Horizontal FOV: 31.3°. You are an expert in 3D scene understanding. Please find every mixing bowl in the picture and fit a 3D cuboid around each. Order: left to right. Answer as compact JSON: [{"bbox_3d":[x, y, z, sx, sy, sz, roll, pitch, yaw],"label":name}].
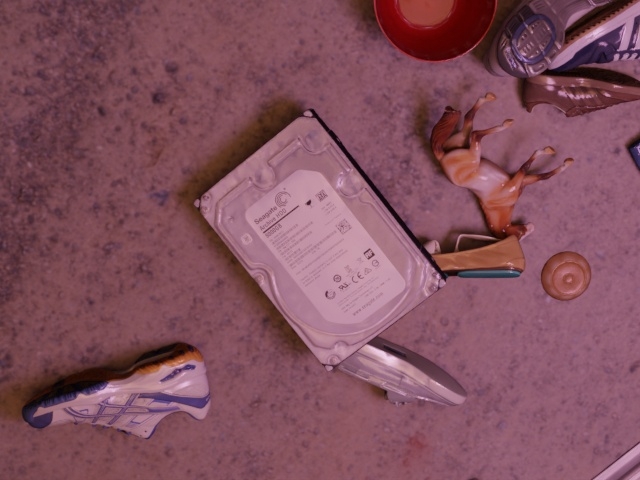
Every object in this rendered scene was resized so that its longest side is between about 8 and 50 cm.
[{"bbox_3d":[0.164,-0.359,1.694,0.181,0.098,0.181,-1,104,-3],"label":"mixing bowl"}]

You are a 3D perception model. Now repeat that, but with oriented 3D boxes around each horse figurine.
[{"bbox_3d":[0.262,-0.116,1.766,0.263,0.066,0.174,35,121,-20],"label":"horse figurine"}]

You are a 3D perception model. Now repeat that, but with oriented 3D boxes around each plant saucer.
[{"bbox_3d":[0.401,0.060,1.854,0.083,0.015,0.083,-1,104,-4],"label":"plant saucer"}]

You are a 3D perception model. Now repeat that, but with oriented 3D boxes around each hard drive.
[{"bbox_3d":[0.000,0.000,1.747,0.237,0.064,0.339,-37,93,11],"label":"hard drive"}]

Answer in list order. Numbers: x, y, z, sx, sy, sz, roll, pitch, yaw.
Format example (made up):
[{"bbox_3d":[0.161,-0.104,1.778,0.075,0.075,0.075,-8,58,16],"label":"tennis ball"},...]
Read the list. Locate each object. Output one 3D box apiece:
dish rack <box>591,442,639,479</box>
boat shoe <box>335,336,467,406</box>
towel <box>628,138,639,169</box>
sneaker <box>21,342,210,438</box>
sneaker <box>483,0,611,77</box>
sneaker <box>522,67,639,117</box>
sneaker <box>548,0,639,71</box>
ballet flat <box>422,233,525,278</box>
[{"bbox_3d":[0.635,0.453,1.938,0.333,0.072,0.285,-40,104,6],"label":"dish rack"},{"bbox_3d":[0.124,0.221,1.846,0.227,0.079,0.081,27,107,-4],"label":"boat shoe"},{"bbox_3d":[0.544,-0.118,1.816,0.067,0.029,0.119,-34,104,4],"label":"towel"},{"bbox_3d":[-0.318,0.266,1.801,0.296,0.112,0.131,-15,104,0],"label":"sneaker"},{"bbox_3d":[0.346,-0.356,1.708,0.297,0.129,0.111,-43,101,-13],"label":"sneaker"},{"bbox_3d":[0.407,-0.226,1.772,0.188,0.066,0.071,7,119,-1],"label":"sneaker"},{"bbox_3d":[0.488,-0.294,1.735,0.282,0.099,0.153,-31,102,0],"label":"sneaker"},{"bbox_3d":[0.205,0.030,1.804,0.232,0.080,0.073,-5,78,8],"label":"ballet flat"}]
